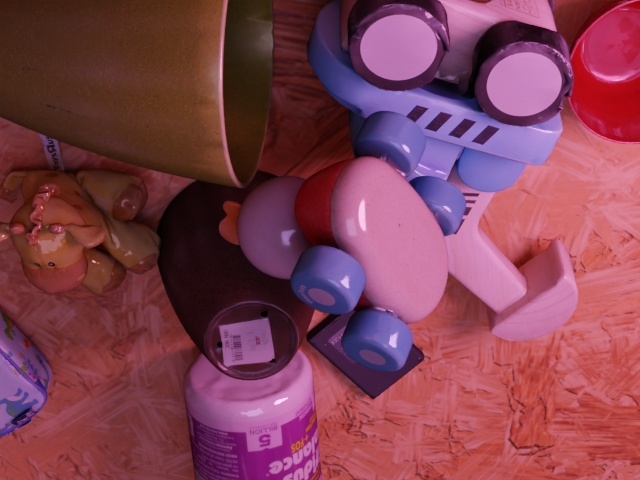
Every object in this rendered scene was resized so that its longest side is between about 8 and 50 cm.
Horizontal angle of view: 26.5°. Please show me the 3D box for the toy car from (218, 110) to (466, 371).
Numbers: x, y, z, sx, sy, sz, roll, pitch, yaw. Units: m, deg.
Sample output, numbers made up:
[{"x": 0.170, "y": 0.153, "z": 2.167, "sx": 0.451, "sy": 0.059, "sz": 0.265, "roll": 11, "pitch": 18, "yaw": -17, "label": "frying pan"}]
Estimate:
[{"x": 0.000, "y": 0.000, "z": 1.477, "sx": 0.238, "sy": 0.219, "sz": 0.210, "roll": 1, "pitch": 144, "yaw": 37, "label": "toy car"}]

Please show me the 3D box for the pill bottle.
[{"x": -0.083, "y": 0.292, "z": 1.783, "sx": 0.169, "sy": 0.169, "sz": 0.301, "roll": -6, "pitch": 119, "yaw": -3, "label": "pill bottle"}]

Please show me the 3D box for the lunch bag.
[{"x": -0.461, "y": 0.161, "z": 1.715, "sx": 0.176, "sy": 0.090, "sz": 0.219, "roll": -30, "pitch": 116, "yaw": 13, "label": "lunch bag"}]

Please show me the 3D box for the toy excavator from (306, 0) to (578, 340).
[{"x": 0.163, "y": -0.105, "z": 1.603, "sx": 0.433, "sy": 0.222, "sz": 0.445, "roll": 15, "pitch": 128, "yaw": -12, "label": "toy excavator"}]

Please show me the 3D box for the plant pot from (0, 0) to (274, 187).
[{"x": -0.219, "y": -0.201, "z": 1.472, "sx": 0.293, "sy": 0.275, "sz": 0.274, "roll": 4, "pitch": 118, "yaw": 8, "label": "plant pot"}]

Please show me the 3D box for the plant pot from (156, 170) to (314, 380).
[{"x": -0.090, "y": 0.061, "z": 1.624, "sx": 0.215, "sy": 0.230, "sz": 0.215, "roll": -3, "pitch": 119, "yaw": -5, "label": "plant pot"}]

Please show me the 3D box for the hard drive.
[{"x": 0.060, "y": 0.142, "z": 1.803, "sx": 0.094, "sy": 0.022, "sz": 0.135, "roll": -40, "pitch": 115, "yaw": 14, "label": "hard drive"}]

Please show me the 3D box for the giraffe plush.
[{"x": -0.296, "y": -0.010, "z": 1.579, "sx": 0.181, "sy": 0.170, "sz": 0.210, "roll": -26, "pitch": 108, "yaw": 12, "label": "giraffe plush"}]

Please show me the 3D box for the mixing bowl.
[{"x": 0.367, "y": -0.215, "z": 1.606, "sx": 0.181, "sy": 0.098, "sz": 0.181, "roll": -3, "pitch": 118, "yaw": -5, "label": "mixing bowl"}]
